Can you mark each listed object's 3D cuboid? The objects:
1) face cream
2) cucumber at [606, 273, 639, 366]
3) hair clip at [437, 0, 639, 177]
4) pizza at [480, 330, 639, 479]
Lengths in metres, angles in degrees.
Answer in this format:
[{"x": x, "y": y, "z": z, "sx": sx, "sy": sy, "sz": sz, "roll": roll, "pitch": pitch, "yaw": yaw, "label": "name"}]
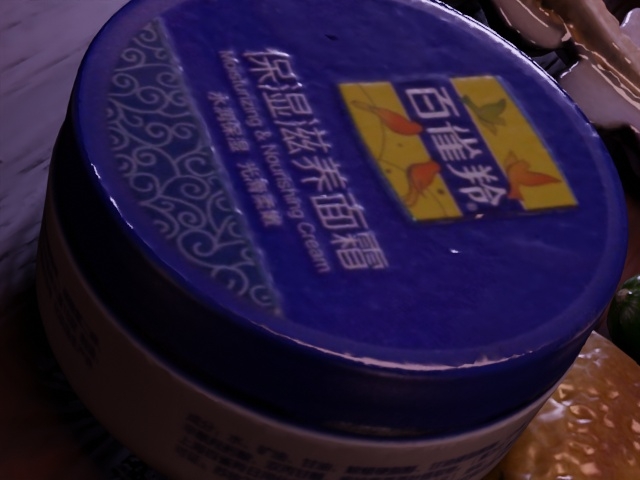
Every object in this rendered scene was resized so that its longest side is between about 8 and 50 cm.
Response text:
[{"x": 0.000, "y": 0.000, "z": 0.566, "sx": 0.206, "sy": 0.111, "sz": 0.206, "roll": 11, "pitch": 47, "yaw": -12, "label": "face cream"}, {"x": 0.242, "y": 0.093, "z": 0.773, "sx": 0.241, "sy": 0.074, "sz": 0.074, "roll": 31, "pitch": 41, "yaw": -16, "label": "cucumber"}, {"x": 0.148, "y": -0.133, "z": 0.890, "sx": 0.257, "sy": 0.075, "sz": 0.146, "roll": 48, "pitch": 40, "yaw": -8, "label": "hair clip"}, {"x": 0.129, "y": 0.185, "z": 0.577, "sx": 0.268, "sy": 0.087, "sz": 0.258, "roll": 42, "pitch": 40, "yaw": -4, "label": "pizza"}]
